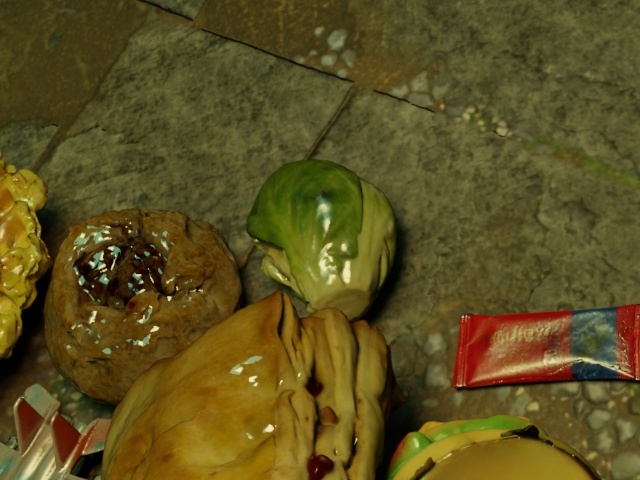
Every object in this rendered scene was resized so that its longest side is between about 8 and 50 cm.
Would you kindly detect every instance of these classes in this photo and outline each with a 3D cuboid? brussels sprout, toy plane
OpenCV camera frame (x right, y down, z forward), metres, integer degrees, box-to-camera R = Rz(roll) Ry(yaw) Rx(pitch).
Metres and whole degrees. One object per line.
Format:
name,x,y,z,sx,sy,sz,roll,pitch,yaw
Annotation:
brussels sprout,0.005,-0.006,1.679,0.145,0.131,0.183,-50,51,-2
toy plane,-0.324,0.308,1.667,0.223,0.104,0.326,17,75,31

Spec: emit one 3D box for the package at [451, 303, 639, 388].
package,0.228,0.104,1.591,0.200,0.022,0.083,-5,61,23

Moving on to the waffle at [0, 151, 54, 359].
waffle,-0.418,0.040,1.830,0.302,0.068,0.324,-2,70,43

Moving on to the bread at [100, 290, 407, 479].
bread,-0.089,0.212,1.445,0.314,0.191,0.370,-39,15,29

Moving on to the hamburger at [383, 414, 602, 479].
hamburger,0.144,0.264,1.442,0.237,0.149,0.237,-1,96,-10

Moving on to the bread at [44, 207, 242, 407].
bread,-0.200,0.062,1.737,0.230,0.123,0.230,-12,60,20
